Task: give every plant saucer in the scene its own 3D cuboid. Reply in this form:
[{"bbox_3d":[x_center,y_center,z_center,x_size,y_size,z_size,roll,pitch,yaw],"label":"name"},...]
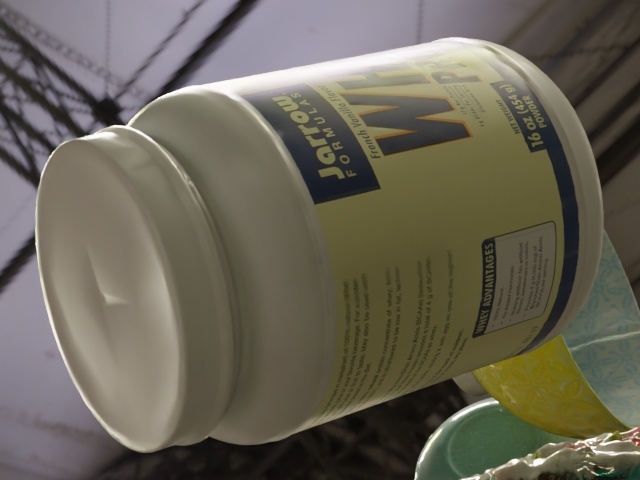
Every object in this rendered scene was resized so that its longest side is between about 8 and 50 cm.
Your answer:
[{"bbox_3d":[0.188,0.227,1.522,0.195,0.195,0.037,-32,-51,-8],"label":"plant saucer"}]

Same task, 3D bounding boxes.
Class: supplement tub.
[{"bbox_3d":[0.000,0.000,0.960,0.325,0.235,0.235,-15,-37,-32],"label":"supplement tub"}]

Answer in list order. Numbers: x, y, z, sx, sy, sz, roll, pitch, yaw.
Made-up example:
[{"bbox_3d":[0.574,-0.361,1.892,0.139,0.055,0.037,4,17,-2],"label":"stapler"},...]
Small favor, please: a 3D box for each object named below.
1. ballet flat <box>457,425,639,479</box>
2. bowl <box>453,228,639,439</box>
[{"bbox_3d":[0.131,0.085,0.435,0.241,0.091,0.077,-15,7,18],"label":"ballet flat"},{"bbox_3d":[0.204,0.077,1.436,0.156,0.289,0.289,-23,-25,25],"label":"bowl"}]
